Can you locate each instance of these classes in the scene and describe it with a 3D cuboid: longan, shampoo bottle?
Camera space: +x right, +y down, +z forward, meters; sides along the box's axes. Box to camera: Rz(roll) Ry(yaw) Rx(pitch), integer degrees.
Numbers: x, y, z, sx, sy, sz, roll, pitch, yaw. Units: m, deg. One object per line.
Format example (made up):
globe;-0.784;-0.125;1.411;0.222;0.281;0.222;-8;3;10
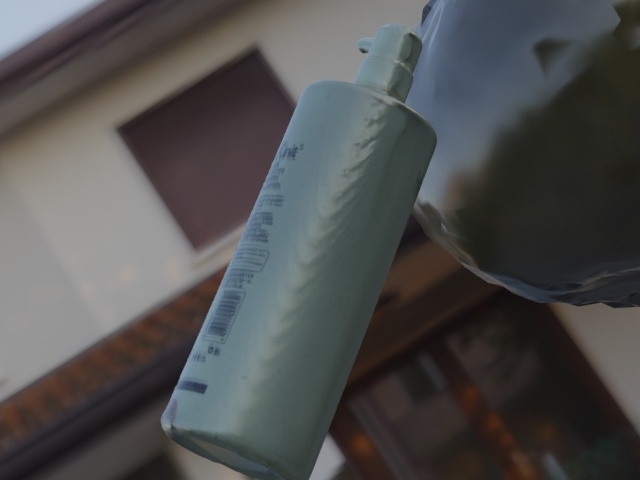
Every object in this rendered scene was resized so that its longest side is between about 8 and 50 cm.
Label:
longan;0.276;-0.125;1.594;0.404;0.404;0.436;-23;-26;-42
shampoo bottle;0.000;0.000;0.996;0.085;0.085;0.262;97;-165;-75
